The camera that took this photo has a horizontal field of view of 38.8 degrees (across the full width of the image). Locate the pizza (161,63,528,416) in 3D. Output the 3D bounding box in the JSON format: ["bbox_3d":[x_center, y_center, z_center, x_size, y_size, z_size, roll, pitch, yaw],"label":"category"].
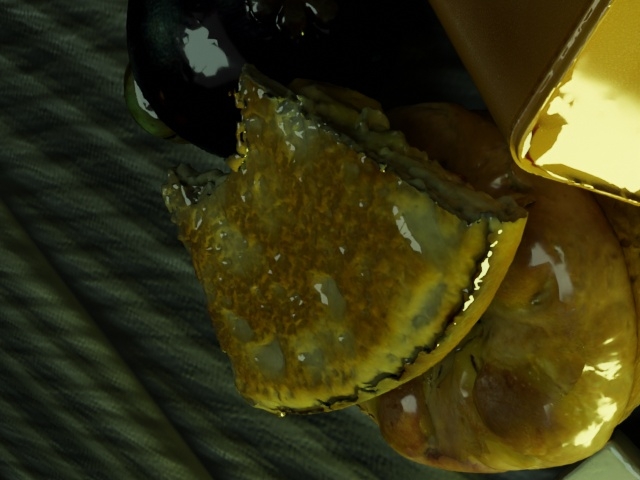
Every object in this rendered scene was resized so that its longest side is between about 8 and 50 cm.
[{"bbox_3d":[0.000,0.000,0.618,0.223,0.089,0.323,56,140,8],"label":"pizza"}]

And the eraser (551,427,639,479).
[{"bbox_3d":[0.313,0.337,0.677,0.397,0.082,0.213,49,134,17],"label":"eraser"}]

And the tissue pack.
[{"bbox_3d":[0.162,-0.175,0.524,0.274,0.145,0.194,-104,31,-49],"label":"tissue pack"}]

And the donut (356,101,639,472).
[{"bbox_3d":[0.109,0.036,0.691,0.317,0.150,0.299,36,130,37],"label":"donut"}]

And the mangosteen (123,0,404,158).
[{"bbox_3d":[-0.053,-0.163,0.738,0.243,0.243,0.242,14,112,37],"label":"mangosteen"}]
